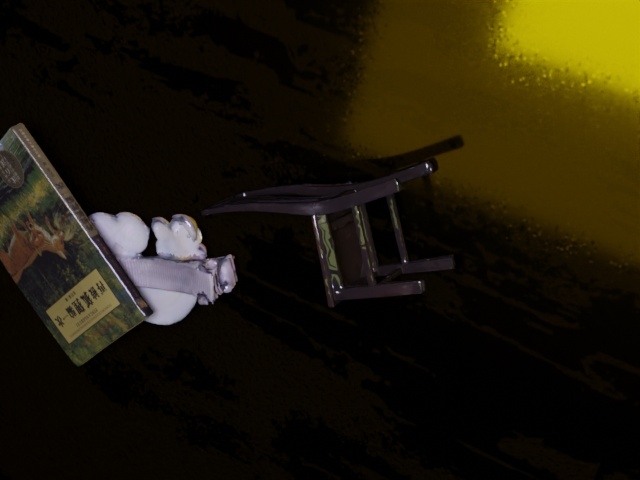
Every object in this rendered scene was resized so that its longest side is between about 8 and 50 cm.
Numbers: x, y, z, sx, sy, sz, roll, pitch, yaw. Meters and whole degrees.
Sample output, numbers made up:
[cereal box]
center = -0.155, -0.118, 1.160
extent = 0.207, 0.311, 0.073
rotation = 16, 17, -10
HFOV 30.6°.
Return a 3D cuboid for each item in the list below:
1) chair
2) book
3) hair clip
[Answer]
[chair]
center = 0.000, 0.000, 1.027
extent = 0.212, 0.084, 0.101
rotation = -9, 100, 31
[book]
center = -0.274, 0.009, 1.194
extent = 0.160, 0.024, 0.228
rotation = -33, 91, 47
[hair clip]
center = -0.160, 0.030, 1.147
extent = 0.172, 0.049, 0.116
rotation = 5, 106, 32
